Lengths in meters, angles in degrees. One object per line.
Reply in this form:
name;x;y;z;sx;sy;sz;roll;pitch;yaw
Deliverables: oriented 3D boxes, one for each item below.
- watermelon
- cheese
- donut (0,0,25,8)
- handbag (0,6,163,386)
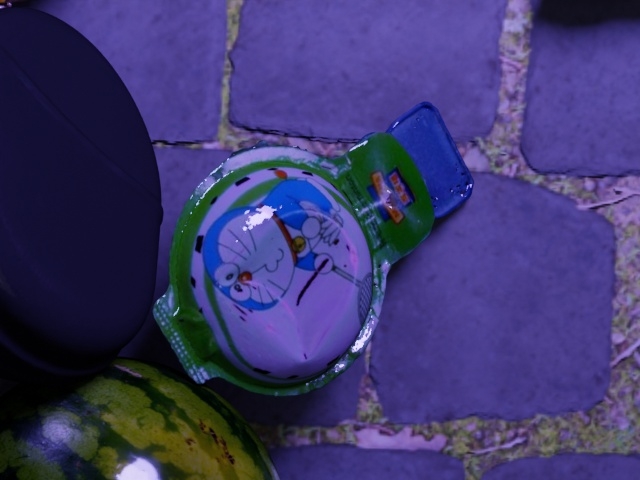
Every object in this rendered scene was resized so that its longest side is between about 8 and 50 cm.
watermelon;-0.166;0.233;1.463;0.285;0.285;0.285;-2;101;-8
cheese;0.000;0.000;1.509;0.320;0.083;0.204;-36;105;-26
donut;-0.249;-0.286;1.450;0.233;0.085;0.199;-23;103;-4
handbag;-0.215;-0.036;1.407;0.093;0.308;0.254;-23;135;28
